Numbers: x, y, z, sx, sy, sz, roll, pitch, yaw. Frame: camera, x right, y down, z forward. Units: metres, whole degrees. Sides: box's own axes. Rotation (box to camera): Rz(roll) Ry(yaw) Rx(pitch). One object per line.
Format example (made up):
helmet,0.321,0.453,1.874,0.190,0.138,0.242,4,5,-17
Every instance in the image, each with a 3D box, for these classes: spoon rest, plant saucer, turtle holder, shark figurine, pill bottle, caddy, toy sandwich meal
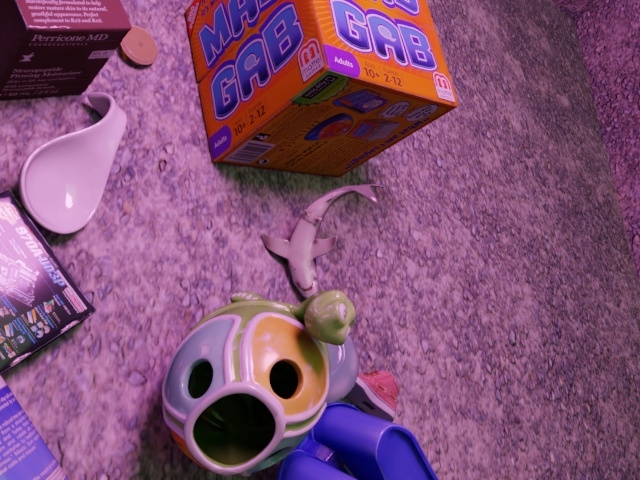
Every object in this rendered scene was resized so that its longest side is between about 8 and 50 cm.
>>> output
spoon rest,-0.379,-0.135,0.961,0.137,0.084,0.276,55,37,-43
plant saucer,-0.009,0.210,1.142,0.195,0.037,0.194,12,55,-17
turtle holder,-0.080,0.214,0.902,0.227,0.321,0.243,-84,158,-77
shark figurine,-0.002,-0.029,1.246,0.166,0.278,0.116,32,3,8
pill bottle,-0.414,0.248,0.707,0.152,0.152,0.272,-34,95,-46
caddy,0.060,0.438,1.034,0.241,0.179,0.341,-47,121,-34
toy sandwich meal,-0.349,-0.369,1.157,0.086,0.029,0.085,18,63,-39

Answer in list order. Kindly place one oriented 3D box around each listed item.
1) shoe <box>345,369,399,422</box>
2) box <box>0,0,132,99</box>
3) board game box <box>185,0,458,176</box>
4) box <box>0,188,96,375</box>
shoe,0.095,0.290,1.232,0.178,0.064,0.081,44,44,-25
box,-0.434,-0.342,0.936,0.169,0.203,0.167,-21,86,-46
board game box,-0.007,-0.373,1.238,0.356,0.357,0.356,2,69,-43
box,-0.448,0.060,0.837,0.220,0.051,0.175,56,44,-7
